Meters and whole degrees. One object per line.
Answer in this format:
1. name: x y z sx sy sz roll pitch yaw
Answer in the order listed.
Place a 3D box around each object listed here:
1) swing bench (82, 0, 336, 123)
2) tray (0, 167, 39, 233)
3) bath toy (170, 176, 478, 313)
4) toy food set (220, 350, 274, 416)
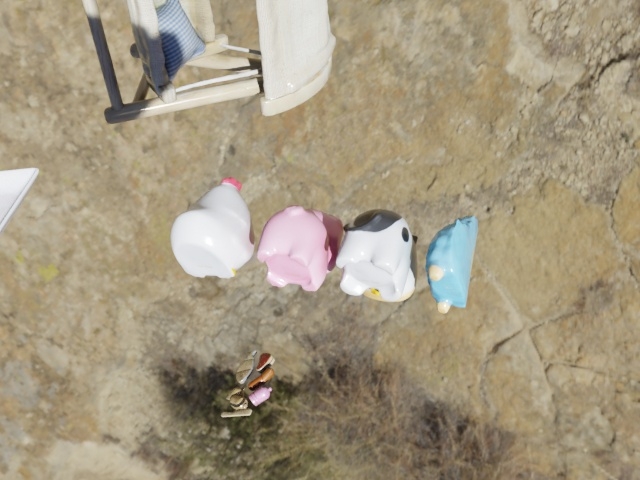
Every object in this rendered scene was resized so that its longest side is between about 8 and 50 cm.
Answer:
1. swing bench: -0.111 -0.272 0.717 0.254 0.165 0.253 -2 133 1
2. tray: -0.455 0.012 0.849 0.145 0.270 0.030 -3 135 15
3. bath toy: 0.000 0.000 0.805 0.348 0.129 0.151 8 145 15
4. toy food set: -0.099 0.214 1.027 0.078 0.122 0.019 -13 126 33
